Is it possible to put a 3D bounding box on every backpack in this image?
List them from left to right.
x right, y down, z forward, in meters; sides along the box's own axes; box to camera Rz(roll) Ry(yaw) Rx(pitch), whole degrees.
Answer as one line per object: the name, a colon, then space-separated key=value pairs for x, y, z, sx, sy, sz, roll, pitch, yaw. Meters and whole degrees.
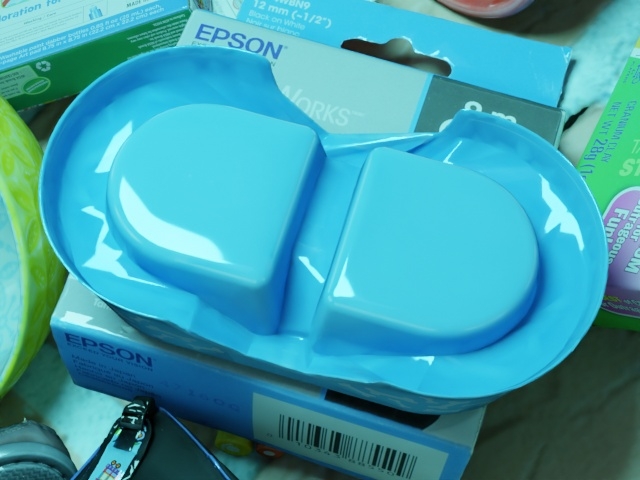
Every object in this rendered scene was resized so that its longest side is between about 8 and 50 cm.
backpack: x=-0.103 y=0.205 z=0.719 sx=0.173 sy=0.117 sz=0.158 roll=-45 pitch=54 yaw=-12

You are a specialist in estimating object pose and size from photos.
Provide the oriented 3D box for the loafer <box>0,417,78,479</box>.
loafer: x=-0.285 y=0.199 z=0.794 sx=0.302 sy=0.109 sz=0.095 roll=-38 pitch=38 yaw=8

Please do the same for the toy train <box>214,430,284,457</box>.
toy train: x=-0.056 y=0.067 z=0.840 sx=0.125 sy=0.046 sz=0.166 roll=-42 pitch=52 yaw=-9

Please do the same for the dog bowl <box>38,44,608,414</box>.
dog bowl: x=0.000 y=0.000 z=0.674 sx=0.297 sy=0.074 sz=0.166 roll=15 pitch=63 yaw=6

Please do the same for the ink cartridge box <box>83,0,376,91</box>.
ink cartridge box: x=-0.096 y=-0.200 z=1.030 sx=0.239 sy=0.060 sz=0.275 roll=-29 pitch=51 yaw=0

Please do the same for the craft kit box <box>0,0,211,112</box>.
craft kit box: x=-0.214 y=-0.221 z=1.022 sx=0.250 sy=0.061 sz=0.247 roll=-15 pitch=55 yaw=12

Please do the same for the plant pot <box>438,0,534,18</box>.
plant pot: x=0.158 y=-0.339 z=0.909 sx=0.243 sy=0.275 sz=0.275 roll=-34 pitch=51 yaw=-16

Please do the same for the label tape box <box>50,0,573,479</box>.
label tape box: x=0.014 y=-0.042 z=0.799 sx=0.249 sy=0.115 sz=0.348 roll=16 pitch=65 yaw=7

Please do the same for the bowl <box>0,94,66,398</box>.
bowl: x=-0.284 y=-0.015 z=0.898 sx=0.289 sy=0.289 sz=0.156 roll=4 pitch=16 yaw=24

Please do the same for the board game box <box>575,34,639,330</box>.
board game box: x=0.273 y=-0.059 z=0.663 sx=0.316 sy=0.064 sz=0.242 roll=4 pitch=64 yaw=62
